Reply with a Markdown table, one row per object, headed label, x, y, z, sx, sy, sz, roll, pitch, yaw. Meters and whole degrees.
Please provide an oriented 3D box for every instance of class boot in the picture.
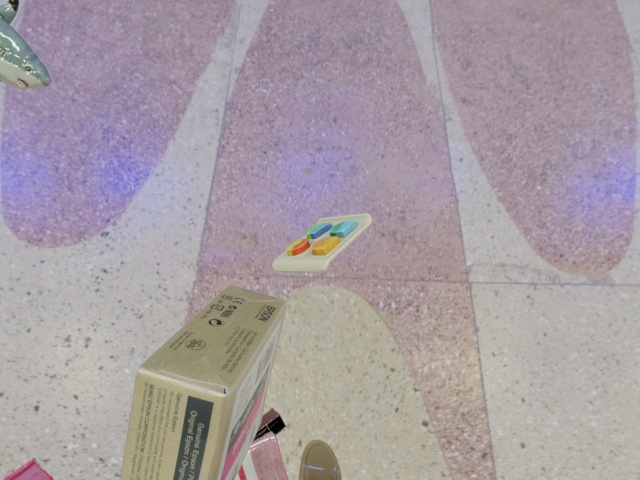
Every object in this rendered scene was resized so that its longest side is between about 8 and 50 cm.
| label | x | y | z | sx | sy | sz | roll | pitch | yaw |
| --- | --- | --- | --- | --- | --- | --- | --- | --- | --- |
| boot | -0.015 | 0.454 | 0.782 | 0.072 | 0.152 | 0.197 | 5 | 51 | -13 |

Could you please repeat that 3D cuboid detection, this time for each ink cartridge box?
| label | x | y | z | sx | sy | sz | roll | pitch | yaw |
| --- | --- | --- | --- | --- | --- | --- | --- | --- | --- |
| ink cartridge box | -0.118 | 0.180 | 0.515 | 0.088 | 0.235 | 0.194 | 14 | 105 | 5 |

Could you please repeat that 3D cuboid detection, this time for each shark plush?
| label | x | y | z | sx | sy | sz | roll | pitch | yaw |
| --- | --- | --- | --- | --- | --- | --- | --- | --- | --- |
| shark plush | -0.348 | -0.240 | 0.499 | 0.067 | 0.073 | 0.162 | -15 | 93 | 0 |

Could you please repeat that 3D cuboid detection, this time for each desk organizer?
| label | x | y | z | sx | sy | sz | roll | pitch | yaw |
| --- | --- | --- | --- | --- | --- | --- | --- | --- | --- |
| desk organizer | -0.157 | 0.495 | 1.200 | 0.130 | 0.050 | 0.047 | -30 | 103 | -24 |

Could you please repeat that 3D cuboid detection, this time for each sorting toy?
| label | x | y | z | sx | sy | sz | roll | pitch | yaw |
| --- | --- | --- | --- | --- | --- | --- | --- | --- | --- |
| sorting toy | 0.000 | 0.000 | 1.125 | 0.192 | 0.038 | 0.208 | -3 | 34 | 46 |

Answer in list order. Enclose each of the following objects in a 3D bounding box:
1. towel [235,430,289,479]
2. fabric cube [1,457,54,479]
| label | x | y | z | sx | sy | sz | roll | pitch | yaw |
| --- | --- | --- | --- | --- | --- | --- | --- | --- | --- |
| towel | -0.206 | 0.557 | 0.918 | 0.328 | 0.037 | 0.237 | -20 | 103 | -26 |
| fabric cube | -0.619 | 0.646 | 0.935 | 0.254 | 0.259 | 0.258 | -34 | 99 | -38 |
